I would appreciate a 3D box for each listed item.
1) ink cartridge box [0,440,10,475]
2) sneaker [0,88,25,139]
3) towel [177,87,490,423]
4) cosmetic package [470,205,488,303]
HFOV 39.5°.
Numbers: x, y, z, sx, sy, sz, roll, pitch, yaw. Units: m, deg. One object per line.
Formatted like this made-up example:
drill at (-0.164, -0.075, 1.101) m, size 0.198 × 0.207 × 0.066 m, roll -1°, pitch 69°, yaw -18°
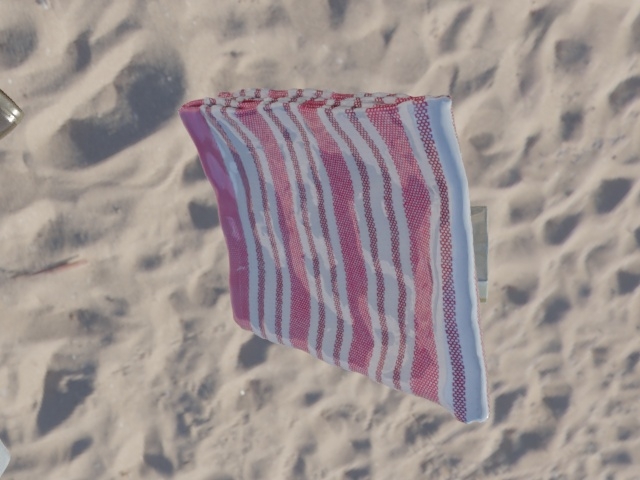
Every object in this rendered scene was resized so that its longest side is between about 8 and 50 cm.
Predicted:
ink cartridge box at (-0.403, 0.017, 0.544) m, size 0.091 × 0.385 × 0.308 m, roll -52°, pitch 140°, yaw -33°
sneaker at (-0.405, -0.167, 0.966) m, size 0.071 × 0.066 × 0.188 m, roll -47°, pitch 138°, yaw -4°
towel at (0.000, 0.000, 0.431) m, size 0.029 × 0.197 × 0.144 m, roll -23°, pitch 110°, yaw -31°
cosmetic package at (0.058, 0.010, 0.619) m, size 0.115 × 0.060 × 0.041 m, roll 1°, pitch 153°, yaw 10°
